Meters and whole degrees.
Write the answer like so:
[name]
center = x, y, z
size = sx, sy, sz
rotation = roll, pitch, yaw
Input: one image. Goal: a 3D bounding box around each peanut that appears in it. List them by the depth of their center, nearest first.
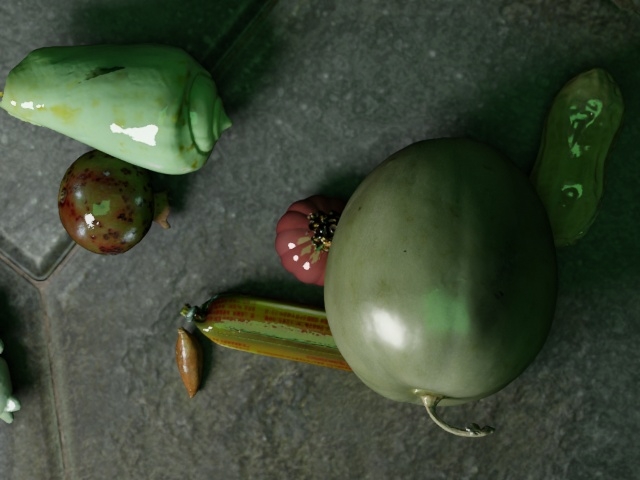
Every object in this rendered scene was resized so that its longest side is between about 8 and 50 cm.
[peanut]
center = 0.287, -0.093, 1.773
size = 0.090, 0.098, 0.214
rotation = 14, 101, 7

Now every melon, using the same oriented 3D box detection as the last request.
[melon]
center = 0.134, 0.040, 1.711
size = 0.272, 0.272, 0.308
rotation = 31, 75, -3

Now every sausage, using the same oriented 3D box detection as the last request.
[sausage]
center = 0.017, 0.118, 1.850
size = 0.372, 0.082, 0.082
rotation = 11, 103, 2

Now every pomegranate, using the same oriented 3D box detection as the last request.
[pomegranate]
center = -0.240, -0.046, 1.806
size = 0.130, 0.130, 0.130
rotation = 1, 102, 4

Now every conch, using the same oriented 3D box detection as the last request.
[conch]
center = -0.220, -0.166, 1.772
size = 0.251, 0.137, 0.143
rotation = 22, 89, 18

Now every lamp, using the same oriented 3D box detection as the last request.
[lamp]
center = 0.000, 0.000, 1.813
size = 0.108, 0.092, 0.107
rotation = 5, 74, -18

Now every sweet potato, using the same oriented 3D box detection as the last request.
[sweet potato]
center = -0.157, 0.146, 1.887
size = 0.034, 0.034, 0.095
rotation = -3, 113, 4

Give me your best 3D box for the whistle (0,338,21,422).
[whistle]
center = -0.433, 0.126, 1.869
size = 0.110, 0.092, 0.244
rotation = -14, 102, 17
